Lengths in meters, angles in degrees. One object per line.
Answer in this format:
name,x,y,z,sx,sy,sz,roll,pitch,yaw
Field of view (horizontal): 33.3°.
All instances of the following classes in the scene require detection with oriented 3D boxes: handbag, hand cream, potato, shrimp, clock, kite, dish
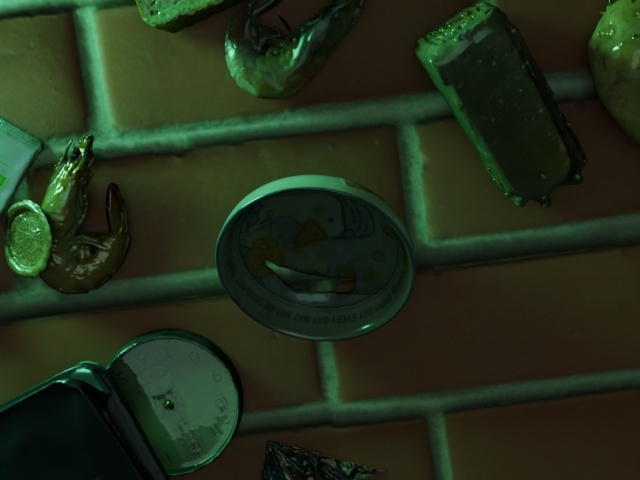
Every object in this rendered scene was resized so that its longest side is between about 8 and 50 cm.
handbag,-0.386,0.347,1.507,0.325,0.118,0.269,-27,95,15
hand cream,-0.495,-0.040,1.520,0.079,0.050,0.275,30,90,-31
potato,0.455,-0.221,1.475,0.161,0.128,0.235,-6,101,4
shrimp,-0.029,-0.309,1.495,0.251,0.052,0.143,-42,88,2
clock,-0.219,0.237,1.549,0.215,0.042,0.215,0,96,-2
kite,-0.020,0.370,1.583,0.232,0.009,0.189,-32,95,2
dish,0.000,0.000,1.490,0.273,0.134,0.273,4,129,6
shrimp,-0.331,-0.034,1.514,0.133,0.053,0.236,14,100,2

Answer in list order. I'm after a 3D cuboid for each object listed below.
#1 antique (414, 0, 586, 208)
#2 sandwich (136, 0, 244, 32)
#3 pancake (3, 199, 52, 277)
antique,0.256,-0.180,1.481,0.125,0.150,0.284,-32,104,6
sandwich,-0.193,-0.410,1.470,0.186,0.065,0.215,-23,93,2
pancake,-0.412,-0.002,1.506,0.115,0.011,0.115,2,93,35
